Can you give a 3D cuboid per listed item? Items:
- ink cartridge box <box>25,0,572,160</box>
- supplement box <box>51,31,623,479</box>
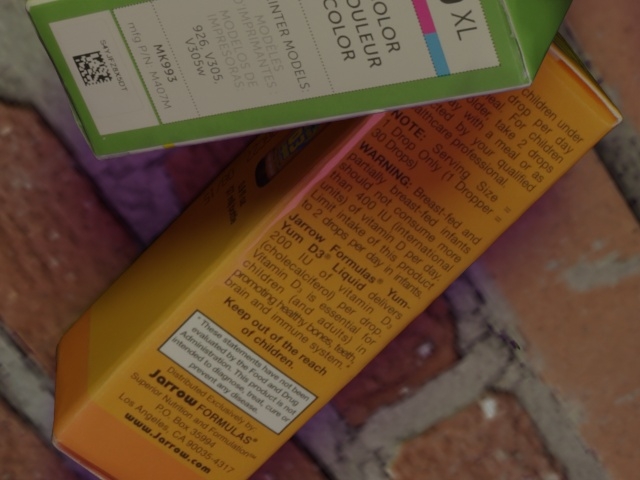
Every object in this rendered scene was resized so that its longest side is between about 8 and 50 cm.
[{"bbox_3d":[0.025,-0.090,0.502,0.209,0.109,0.062,-9,119,28],"label":"ink cartridge box"},{"bbox_3d":[0.000,0.000,0.608,0.080,0.078,0.233,37,108,-22],"label":"supplement box"}]
